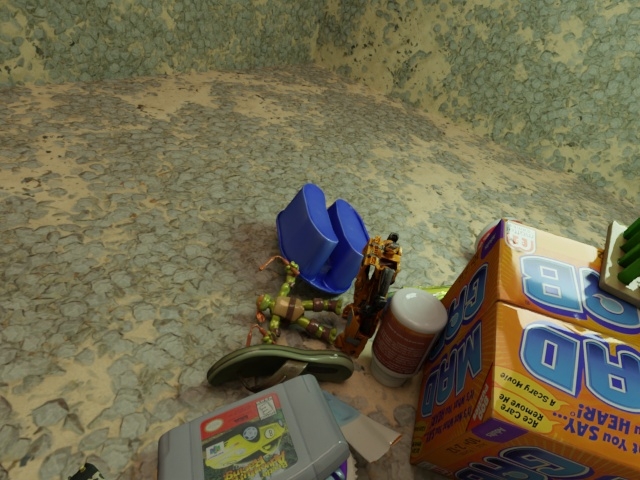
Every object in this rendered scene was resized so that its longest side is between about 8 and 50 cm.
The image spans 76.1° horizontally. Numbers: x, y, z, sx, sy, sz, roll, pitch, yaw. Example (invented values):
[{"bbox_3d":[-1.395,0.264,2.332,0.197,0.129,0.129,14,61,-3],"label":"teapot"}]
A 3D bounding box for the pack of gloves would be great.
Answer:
[{"bbox_3d":[-0.009,0.331,0.718,0.195,0.046,0.232,-19,17,-37],"label":"pack of gloves"}]

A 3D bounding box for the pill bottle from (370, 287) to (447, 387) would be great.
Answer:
[{"bbox_3d":[0.180,0.217,0.886,0.121,0.216,0.121,10,35,-7],"label":"pill bottle"}]

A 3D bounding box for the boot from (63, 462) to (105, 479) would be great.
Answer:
[{"bbox_3d":[-0.417,0.381,0.574,0.236,0.085,0.178,35,38,17],"label":"boot"}]

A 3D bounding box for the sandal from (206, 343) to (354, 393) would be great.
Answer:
[{"bbox_3d":[-0.073,0.271,0.820,0.302,0.120,0.086,5,51,-13],"label":"sandal"}]

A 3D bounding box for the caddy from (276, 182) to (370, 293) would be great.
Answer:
[{"bbox_3d":[0.000,0.000,1.158,0.241,0.179,0.341,26,29,-27],"label":"caddy"}]

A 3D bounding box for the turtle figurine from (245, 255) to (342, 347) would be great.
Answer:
[{"bbox_3d":[-0.067,0.178,0.967,0.217,0.087,0.270,17,56,-3],"label":"turtle figurine"}]

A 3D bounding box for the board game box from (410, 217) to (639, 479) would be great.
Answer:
[{"bbox_3d":[0.409,0.247,0.734,0.356,0.356,0.357,18,53,5],"label":"board game box"}]

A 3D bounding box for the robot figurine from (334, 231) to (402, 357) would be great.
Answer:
[{"bbox_3d":[0.110,0.118,0.931,0.084,0.291,0.211,17,35,4],"label":"robot figurine"}]

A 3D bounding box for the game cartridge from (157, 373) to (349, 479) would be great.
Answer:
[{"bbox_3d":[-0.113,0.339,0.655,0.294,0.060,0.196,-19,29,-13],"label":"game cartridge"}]

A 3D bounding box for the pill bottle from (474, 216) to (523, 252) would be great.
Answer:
[{"bbox_3d":[0.627,0.085,1.252,0.176,0.176,0.319,1,37,-17],"label":"pill bottle"}]

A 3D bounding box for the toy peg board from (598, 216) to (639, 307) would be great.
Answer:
[{"bbox_3d":[0.549,0.037,0.640,0.160,0.079,0.161,29,54,13],"label":"toy peg board"}]

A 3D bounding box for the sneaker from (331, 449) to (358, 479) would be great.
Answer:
[{"bbox_3d":[-0.035,0.434,0.617,0.146,0.102,0.293,17,36,6],"label":"sneaker"}]

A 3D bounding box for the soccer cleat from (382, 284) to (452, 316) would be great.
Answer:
[{"bbox_3d":[0.282,0.154,1.116,0.288,0.094,0.121,-7,34,-28],"label":"soccer cleat"}]
